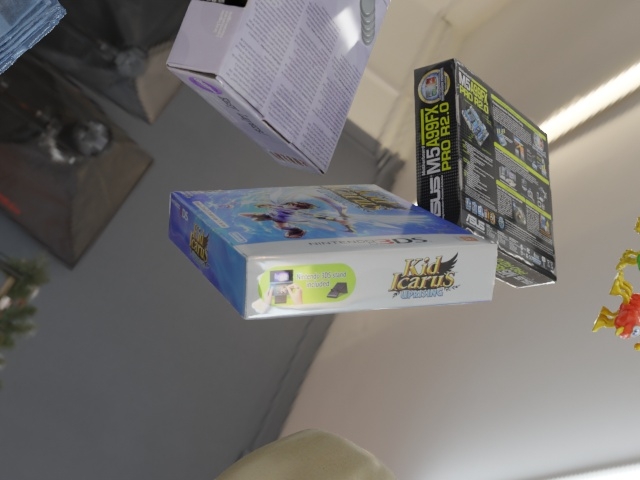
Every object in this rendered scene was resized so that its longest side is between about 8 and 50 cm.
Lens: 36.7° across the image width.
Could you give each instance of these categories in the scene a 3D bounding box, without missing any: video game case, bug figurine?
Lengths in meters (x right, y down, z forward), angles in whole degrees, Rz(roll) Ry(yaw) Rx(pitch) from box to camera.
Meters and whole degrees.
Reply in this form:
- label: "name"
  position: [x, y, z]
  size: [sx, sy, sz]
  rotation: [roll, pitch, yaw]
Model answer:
- label: "video game case"
  position: [0.000, 0.000, 0.957]
  size: [0.269, 0.244, 0.061]
  rotation: [-146, -123, -63]
- label: "bug figurine"
  position: [0.448, -0.002, 1.265]
  size: [0.216, 0.072, 0.279]
  rotation: [-50, 158, -50]

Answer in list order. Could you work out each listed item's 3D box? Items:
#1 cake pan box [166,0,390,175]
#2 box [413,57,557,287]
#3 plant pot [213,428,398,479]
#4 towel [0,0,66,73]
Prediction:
- label: "cake pan box"
  position: [-0.027, -0.223, 0.968]
  size: [0.267, 0.070, 0.246]
  rotation: [34, 72, -62]
- label: "box"
  position: [0.210, -0.074, 1.203]
  size: [0.060, 0.270, 0.216]
  rotation: [-12, -111, 34]
- label: "plant pot"
  position: [-0.008, 0.334, 1.123]
  size: [0.191, 0.284, 0.284]
  rotation: [-58, -165, -24]
- label: "towel"
  position: [-0.278, -0.179, 0.828]
  size: [0.119, 0.029, 0.067]
  rotation: [-41, -122, 3]
